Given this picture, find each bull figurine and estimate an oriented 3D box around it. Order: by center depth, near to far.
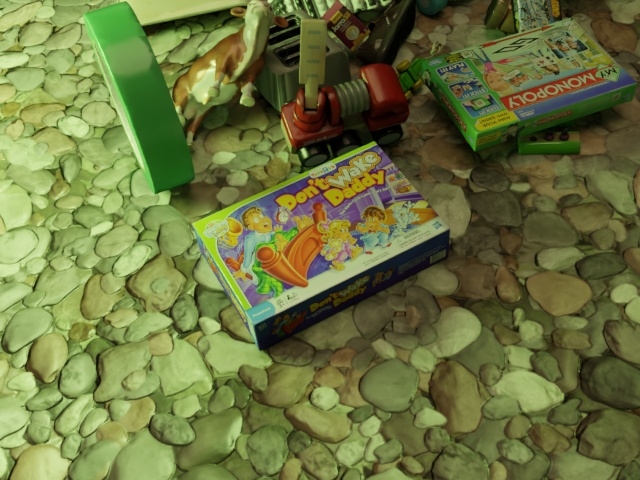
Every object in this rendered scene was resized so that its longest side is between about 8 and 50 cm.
[{"bbox_3d":[-0.176,-0.299,1.548,0.101,0.310,0.188,31,48,-24],"label":"bull figurine"}]

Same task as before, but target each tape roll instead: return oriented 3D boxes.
[{"bbox_3d":[-0.308,-0.240,1.459,0.077,0.321,0.321,-22,53,-11],"label":"tape roll"}]

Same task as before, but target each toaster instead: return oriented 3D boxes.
[{"bbox_3d":[-0.055,-0.343,1.650,0.186,0.110,0.168,-25,53,-16],"label":"toaster"}]

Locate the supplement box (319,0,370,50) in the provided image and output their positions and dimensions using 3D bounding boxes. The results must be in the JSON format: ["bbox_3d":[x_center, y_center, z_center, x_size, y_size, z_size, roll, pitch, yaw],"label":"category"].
[{"bbox_3d":[0.048,-0.421,1.679,0.055,0.083,0.043,-46,33,12],"label":"supplement box"}]

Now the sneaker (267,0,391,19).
[{"bbox_3d":[0.035,-0.510,1.779,0.292,0.110,0.118,-8,24,19],"label":"sneaker"}]

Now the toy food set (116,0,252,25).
[{"bbox_3d":[-0.293,-0.542,1.862,0.306,0.092,0.219,-13,63,-3],"label":"toy food set"}]

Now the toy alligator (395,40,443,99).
[{"bbox_3d":[0.169,-0.320,1.654,0.189,0.056,0.051,-48,21,-28],"label":"toy alligator"}]

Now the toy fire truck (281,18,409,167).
[{"bbox_3d":[0.038,-0.261,1.467,0.217,0.246,0.158,-17,74,-8],"label":"toy fire truck"}]

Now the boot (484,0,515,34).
[{"bbox_3d":[0.427,-0.533,1.782,0.115,0.112,0.305,21,58,-3],"label":"boot"}]

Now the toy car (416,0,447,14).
[{"bbox_3d":[0.248,-0.636,1.776,0.219,0.238,0.210,-39,58,-23],"label":"toy car"}]

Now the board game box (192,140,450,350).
[{"bbox_3d":[0.000,0.000,1.394,0.347,0.078,0.233,-26,54,-15],"label":"board game box"}]

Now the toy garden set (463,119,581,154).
[{"bbox_3d":[0.365,-0.263,1.588,0.204,0.049,0.244,0,51,5],"label":"toy garden set"}]

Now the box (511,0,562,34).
[{"bbox_3d":[0.424,-0.426,1.671,0.094,0.027,0.136,-3,84,-13],"label":"box"}]

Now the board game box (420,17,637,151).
[{"bbox_3d":[0.372,-0.288,1.550,0.318,0.046,0.213,-19,51,-12],"label":"board game box"}]

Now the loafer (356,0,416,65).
[{"bbox_3d":[0.133,-0.434,1.726,0.078,0.080,0.220,17,55,17],"label":"loafer"}]
